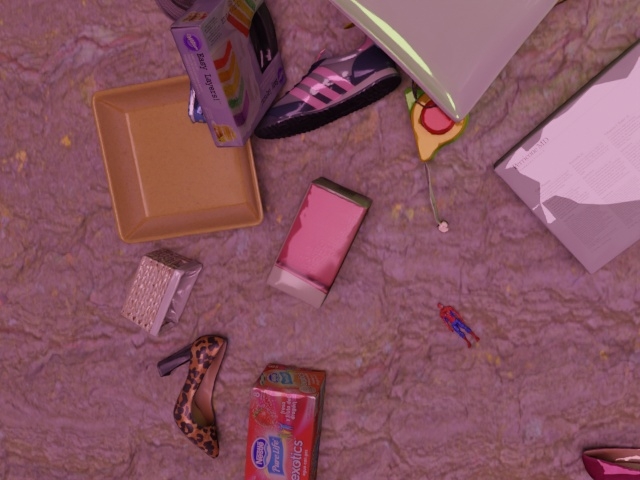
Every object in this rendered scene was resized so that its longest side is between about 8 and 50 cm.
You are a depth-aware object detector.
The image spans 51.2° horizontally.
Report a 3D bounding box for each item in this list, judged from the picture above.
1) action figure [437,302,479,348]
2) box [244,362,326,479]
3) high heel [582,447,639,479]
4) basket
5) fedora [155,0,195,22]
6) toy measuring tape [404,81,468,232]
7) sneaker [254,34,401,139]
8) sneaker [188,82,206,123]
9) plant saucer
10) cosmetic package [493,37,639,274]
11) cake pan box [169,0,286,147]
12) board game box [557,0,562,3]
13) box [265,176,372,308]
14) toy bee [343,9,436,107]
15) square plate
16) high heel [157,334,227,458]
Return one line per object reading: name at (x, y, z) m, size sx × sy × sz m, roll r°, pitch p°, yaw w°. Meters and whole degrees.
action figure at (0.291, 0.178, 1.431) m, size 0.038 × 0.030 × 0.115 m, roll -43°, pitch 89°, yaw 18°
box at (-0.077, 0.442, 1.474) m, size 0.142 × 0.154 × 0.299 m, roll 7°, pitch 102°, yaw 9°
high heel at (0.675, 0.445, 1.385) m, size 0.244 × 0.082 × 0.117 m, roll -29°, pitch 104°, yaw 26°
basket at (-0.355, 0.110, 1.485) m, size 0.103 × 0.113 × 0.167 m, roll 27°, pitch 103°, yaw 8°
fedora at (-0.241, -0.554, 1.345) m, size 0.275 × 0.124 × 0.243 m, roll 15°, pitch 101°, yaw 7°
toy measuring tape at (0.252, -0.185, 1.333) m, size 0.121 × 0.121 × 0.330 m, roll -13°, pitch 97°, yaw 11°
sneaker at (-0.001, -0.313, 1.369) m, size 0.319 × 0.112 × 0.131 m, roll -22°, pitch 79°, yaw 9°
sneaker at (-0.229, -0.305, 1.342) m, size 0.059 × 0.053 × 0.144 m, roll 9°, pitch 109°, yaw 9°
plant saucer at (-0.297, -0.179, 1.441) m, size 0.333 × 0.081 × 0.332 m, roll -7°, pitch 98°, yaw 11°
cosmetic package at (0.569, -0.163, 1.274) m, size 0.377 × 0.097 × 0.284 m, roll -42°, pitch 93°, yaw 20°
cake pan box at (-0.159, -0.347, 1.259) m, size 0.070 × 0.267 × 0.245 m, roll 3°, pitch 132°, yaw 20°
board game box at (0.502, -0.525, 1.268) m, size 0.181 × 0.043 × 0.092 m, roll -24°, pitch 94°, yaw 12°
box at (0.000, 0.000, 1.386) m, size 0.127 × 0.148 × 0.232 m, roll 26°, pitch 103°, yaw 4°
toy bee at (0.139, -0.416, 1.258) m, size 0.195 × 0.162 × 0.298 m, roll -1°, pitch 125°, yaw 16°
square plate at (0.223, -0.443, 1.146) m, size 0.344 × 0.049 × 0.347 m, roll 38°, pitch 90°, yaw -19°
high heel at (-0.245, 0.351, 1.512) m, size 0.186 × 0.093 × 0.261 m, roll -29°, pitch 85°, yaw 19°
